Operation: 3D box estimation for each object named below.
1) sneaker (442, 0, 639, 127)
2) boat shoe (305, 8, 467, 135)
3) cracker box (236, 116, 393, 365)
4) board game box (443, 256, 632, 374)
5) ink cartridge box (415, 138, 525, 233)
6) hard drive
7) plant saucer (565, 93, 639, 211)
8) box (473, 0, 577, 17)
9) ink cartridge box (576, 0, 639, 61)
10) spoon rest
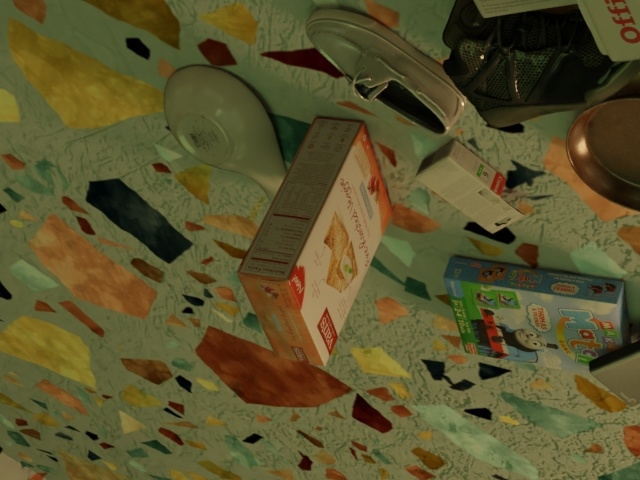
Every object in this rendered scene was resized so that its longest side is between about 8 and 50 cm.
[{"bbox_3d":[0.199,-0.182,1.247,0.130,0.087,0.227,37,152,-29],"label":"sneaker"},{"bbox_3d":[0.061,-0.167,1.382,0.184,0.063,0.066,33,147,-12],"label":"boat shoe"},{"bbox_3d":[0.000,0.000,1.503,0.067,0.232,0.155,9,144,25],"label":"cracker box"},{"bbox_3d":[0.265,0.095,1.639,0.211,0.039,0.160,7,143,24],"label":"board game box"},{"bbox_3d":[0.168,-0.058,1.496,0.115,0.029,0.063,35,146,-17],"label":"ink cartridge box"},{"bbox_3d":[0.397,0.146,1.592,0.135,0.022,0.094,-28,131,32],"label":"hard drive"},{"bbox_3d":[0.328,-0.089,1.345,0.168,0.029,0.168,17,147,12],"label":"plant saucer"},{"bbox_3d":[0.176,-0.257,1.143,0.101,0.102,0.087,-2,140,38],"label":"box"},{"bbox_3d":[0.326,-0.259,1.023,0.283,0.117,0.207,-3,138,36],"label":"ink cartridge box"},{"bbox_3d":[-0.093,-0.089,1.603,0.137,0.084,0.276,-4,124,36],"label":"spoon rest"}]
